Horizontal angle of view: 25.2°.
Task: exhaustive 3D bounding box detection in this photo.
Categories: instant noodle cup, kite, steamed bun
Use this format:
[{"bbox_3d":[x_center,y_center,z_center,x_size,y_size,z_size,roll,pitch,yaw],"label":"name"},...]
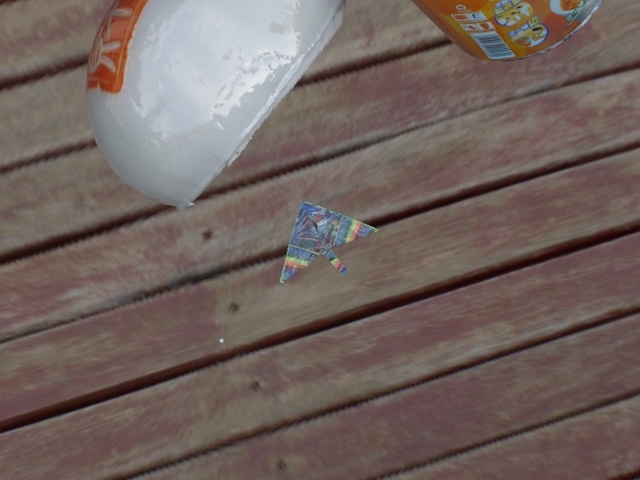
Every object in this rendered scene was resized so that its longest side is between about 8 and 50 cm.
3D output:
[{"bbox_3d":[0.205,-0.364,1.720,0.296,0.214,0.296,-16,54,23],"label":"instant noodle cup"},{"bbox_3d":[0.000,0.000,1.503,0.122,0.004,0.090,-34,99,-16],"label":"kite"},{"bbox_3d":[-0.150,-0.233,1.782,0.241,0.374,0.374,40,84,-10],"label":"steamed bun"}]
